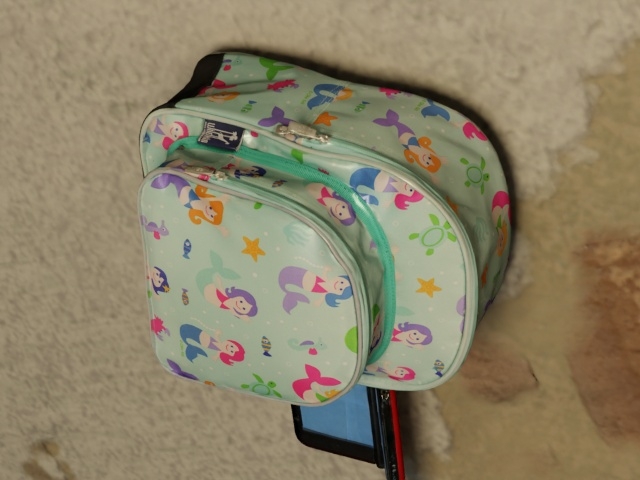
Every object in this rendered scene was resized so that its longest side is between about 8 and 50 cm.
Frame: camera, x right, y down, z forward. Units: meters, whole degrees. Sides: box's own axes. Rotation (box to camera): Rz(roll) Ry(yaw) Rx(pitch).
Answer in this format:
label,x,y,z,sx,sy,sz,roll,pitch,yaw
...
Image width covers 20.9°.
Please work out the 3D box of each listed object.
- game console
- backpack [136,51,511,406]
label,x,y,z,sx,sy,sz,roll,pitch,yaw
game console,0.018,0.141,1.370,0.085,0.124,0.144,-8,124,1
backpack,0.000,0.000,1.212,0.253,0.191,0.225,10,127,14
